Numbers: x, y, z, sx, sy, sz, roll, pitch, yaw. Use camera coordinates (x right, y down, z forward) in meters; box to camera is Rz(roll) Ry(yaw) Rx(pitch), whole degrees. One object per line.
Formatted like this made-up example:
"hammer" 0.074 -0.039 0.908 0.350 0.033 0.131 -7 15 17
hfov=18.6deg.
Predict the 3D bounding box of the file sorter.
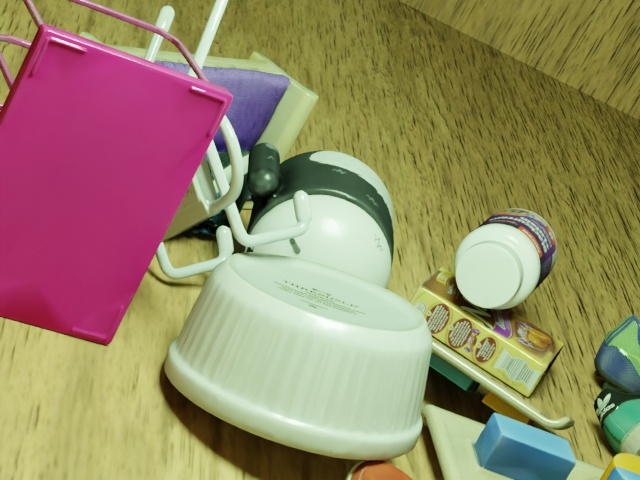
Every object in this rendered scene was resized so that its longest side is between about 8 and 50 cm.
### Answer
"file sorter" -0.259 -0.084 1.937 0.202 0.290 0.182 18 20 -28

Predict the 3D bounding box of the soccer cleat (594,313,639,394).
"soccer cleat" 0.494 0.182 2.549 0.289 0.121 0.093 22 21 -21

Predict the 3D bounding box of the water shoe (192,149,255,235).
"water shoe" -0.133 -0.037 2.296 0.073 0.080 0.203 -1 25 38

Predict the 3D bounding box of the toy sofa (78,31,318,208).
"toy sofa" -0.156 -0.141 2.409 0.177 0.150 0.362 40 22 30

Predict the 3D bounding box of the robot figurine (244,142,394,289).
"robot figurine" -0.003 0.000 2.254 0.209 0.173 0.278 16 21 -4

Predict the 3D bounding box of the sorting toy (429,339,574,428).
"sorting toy" 0.190 0.169 2.235 0.208 0.038 0.193 29 -1 11

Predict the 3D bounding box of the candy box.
"candy box" 0.203 0.112 2.429 0.187 0.053 0.109 31 20 9

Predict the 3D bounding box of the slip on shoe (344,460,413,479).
"slip on shoe" 0.111 0.299 1.789 0.123 0.101 0.331 17 22 -27

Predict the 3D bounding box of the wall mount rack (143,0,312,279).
"wall mount rack" -0.133 -0.125 2.085 0.130 0.350 0.304 -16 87 -29

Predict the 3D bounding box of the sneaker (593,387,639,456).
"sneaker" 0.466 0.229 2.420 0.302 0.108 0.121 10 32 -39

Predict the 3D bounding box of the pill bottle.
"pill bottle" 0.227 0.026 2.433 0.108 0.108 0.193 33 18 9

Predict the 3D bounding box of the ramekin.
"ramekin" -0.012 0.108 1.960 0.273 0.127 0.273 17 13 -4

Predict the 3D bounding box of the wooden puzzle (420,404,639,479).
"wooden puzzle" 0.282 0.286 2.037 0.322 0.080 0.348 21 18 -17
